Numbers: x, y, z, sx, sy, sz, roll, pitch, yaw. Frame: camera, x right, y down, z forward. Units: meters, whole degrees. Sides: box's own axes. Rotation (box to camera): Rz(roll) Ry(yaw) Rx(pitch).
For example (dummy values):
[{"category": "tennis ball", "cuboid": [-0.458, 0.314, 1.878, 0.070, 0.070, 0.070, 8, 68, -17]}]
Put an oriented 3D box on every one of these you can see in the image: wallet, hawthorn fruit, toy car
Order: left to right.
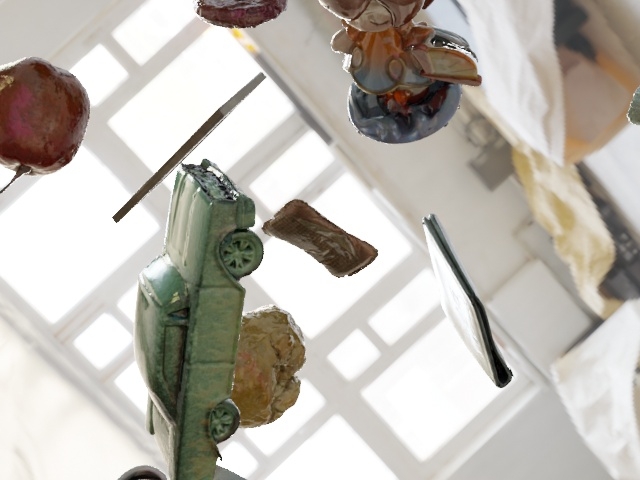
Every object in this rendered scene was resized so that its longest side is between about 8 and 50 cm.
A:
[{"category": "hawthorn fruit", "cuboid": [-0.398, -0.145, 1.390, 0.162, 0.162, 0.204, 51, -150, -66]}, {"category": "toy car", "cuboid": [-0.131, 0.088, 1.009, 0.097, 0.321, 0.141, 0, -159, -24]}, {"category": "wallet", "cuboid": [0.282, 0.119, 1.963, 0.251, 0.054, 0.290, -117, 5, -46]}]

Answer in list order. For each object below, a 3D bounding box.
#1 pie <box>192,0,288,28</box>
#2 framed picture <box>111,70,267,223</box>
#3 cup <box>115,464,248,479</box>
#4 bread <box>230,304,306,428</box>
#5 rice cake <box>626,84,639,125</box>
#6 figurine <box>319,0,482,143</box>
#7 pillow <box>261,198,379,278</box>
[{"category": "pie", "cuboid": [-0.122, -0.364, 1.533, 0.154, 0.154, 0.036, 45, 147, 45]}, {"category": "framed picture", "cuboid": [-0.242, -0.173, 1.871, 0.020, 0.324, 0.240, 45, -152, -8]}, {"category": "cup", "cuboid": [-0.214, 0.473, 1.566, 0.289, 0.258, 0.219, 31, 151, 7]}, {"category": "bread", "cuboid": [-0.106, 0.228, 1.808, 0.134, 0.245, 0.244, 18, 168, 20]}, {"category": "rice cake", "cuboid": [0.419, -0.203, 1.205, 0.045, 0.245, 0.042, 18, 133, 23]}, {"category": "figurine", "cuboid": [0.110, -0.352, 1.466, 0.276, 0.248, 0.388, 15, 152, 27]}, {"category": "pillow", "cuboid": [0.002, -0.001, 1.912, 0.211, 0.135, 0.034, 32, -135, -20]}]
